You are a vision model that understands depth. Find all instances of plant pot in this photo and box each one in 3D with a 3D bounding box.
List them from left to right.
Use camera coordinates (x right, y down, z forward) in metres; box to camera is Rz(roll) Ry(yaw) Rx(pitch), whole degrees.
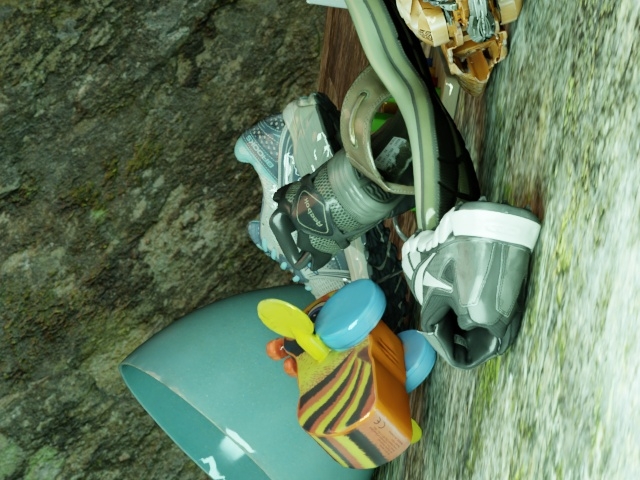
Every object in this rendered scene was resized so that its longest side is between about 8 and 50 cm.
[{"bbox_3d":[-0.040,0.159,1.991,0.195,0.290,0.290,-47,-6,-15],"label":"plant pot"}]

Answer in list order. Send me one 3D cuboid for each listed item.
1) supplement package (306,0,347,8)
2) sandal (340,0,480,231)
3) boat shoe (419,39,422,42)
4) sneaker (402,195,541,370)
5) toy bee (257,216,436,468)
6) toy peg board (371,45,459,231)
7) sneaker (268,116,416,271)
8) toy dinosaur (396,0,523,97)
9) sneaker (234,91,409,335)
[{"bbox_3d":[0.067,-0.385,2.090,0.262,0.145,0.204,-90,9,-64],"label":"supplement package"},{"bbox_3d":[0.058,-0.099,1.563,0.120,0.086,0.303,49,-162,-53],"label":"sandal"},{"bbox_3d":[0.080,-0.260,1.817,0.306,0.113,0.105,39,-153,-86],"label":"boat shoe"},{"bbox_3d":[0.098,0.043,1.367,0.234,0.078,0.106,127,153,-77],"label":"sneaker"},{"bbox_3d":[0.025,0.110,1.730,0.162,0.195,0.298,-31,8,28],"label":"toy bee"},{"bbox_3d":[0.080,-0.111,1.879,0.160,0.079,0.161,-94,13,-68],"label":"toy peg board"},{"bbox_3d":[0.031,-0.043,1.691,0.087,0.130,0.227,61,-152,0],"label":"sneaker"},{"bbox_3d":[0.092,-0.221,1.488,0.322,0.164,0.218,106,152,-51],"label":"toy dinosaur"},{"bbox_3d":[0.000,0.000,1.917,0.110,0.122,0.283,-17,-92,-69],"label":"sneaker"}]
